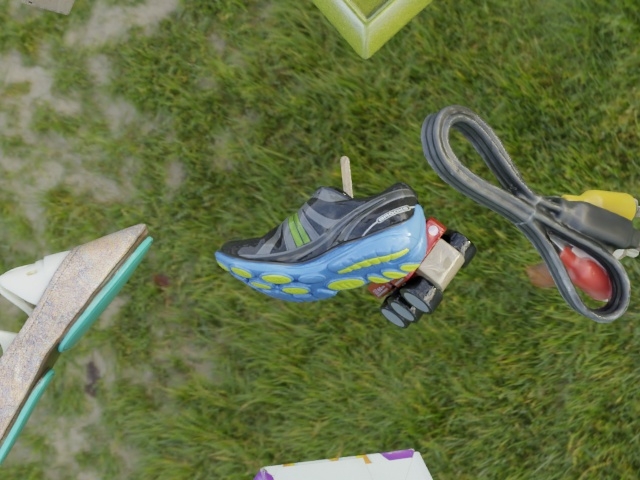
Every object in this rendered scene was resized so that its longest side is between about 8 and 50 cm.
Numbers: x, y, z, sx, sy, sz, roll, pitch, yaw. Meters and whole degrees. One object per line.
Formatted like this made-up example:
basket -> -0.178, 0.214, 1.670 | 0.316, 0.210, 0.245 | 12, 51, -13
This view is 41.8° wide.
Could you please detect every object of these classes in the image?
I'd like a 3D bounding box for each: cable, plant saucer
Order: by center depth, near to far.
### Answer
cable -> 0.199, -0.016, 0.781 | 0.287, 0.072, 0.139 | 22, 78, -19
plant saucer -> 0.069, -0.380, 1.143 | 0.188, 0.045, 0.188 | -42, 91, 5

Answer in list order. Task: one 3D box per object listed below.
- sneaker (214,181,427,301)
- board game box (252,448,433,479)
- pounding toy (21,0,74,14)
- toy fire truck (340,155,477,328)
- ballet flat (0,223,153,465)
sneaker -> 0.000, 0.000, 0.659 | 0.188, 0.067, 0.078 | -13, 56, 33
board game box -> -0.020, 0.297, 0.626 | 0.275, 0.142, 0.144 | -58, 44, 35
pounding toy -> -0.410, -0.432, 1.254 | 0.130, 0.100, 0.141 | -32, 53, 56
toy fire truck -> 0.096, -0.012, 1.270 | 0.246, 0.217, 0.158 | 38, 74, 2
ballet flat -> -0.293, 0.094, 0.833 | 0.106, 0.107, 0.316 | 34, 78, -6
